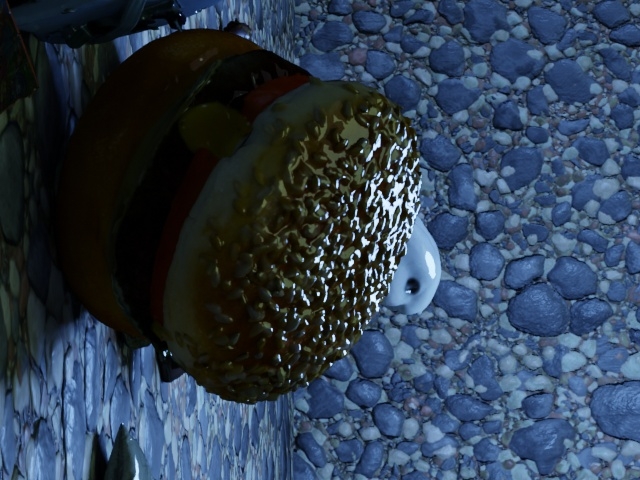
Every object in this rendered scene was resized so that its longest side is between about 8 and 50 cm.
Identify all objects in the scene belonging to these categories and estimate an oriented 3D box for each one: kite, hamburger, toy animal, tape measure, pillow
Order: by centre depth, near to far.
[{"bbox_3d":[-0.240,-0.107,1.035,0.190,0.010,0.159,-64,166,-64],"label":"kite"},{"bbox_3d":[-0.165,-0.217,1.134,0.182,0.181,0.107,3,74,-84],"label":"tape measure"},{"bbox_3d":[-0.064,-0.020,1.302,0.330,0.250,0.330,-34,135,-42],"label":"hamburger"},{"bbox_3d":[-0.192,0.302,1.457,0.229,0.050,0.148,87,8,-59],"label":"pillow"},{"bbox_3d":[0.000,0.000,2.068,0.194,0.357,0.257,39,52,-79],"label":"toy animal"}]

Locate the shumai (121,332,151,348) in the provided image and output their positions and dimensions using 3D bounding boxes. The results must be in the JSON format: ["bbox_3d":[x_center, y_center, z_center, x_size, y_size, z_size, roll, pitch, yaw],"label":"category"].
[{"bbox_3d":[-0.173,0.056,1.529,0.099,0.087,0.123,64,23,-76],"label":"shumai"}]

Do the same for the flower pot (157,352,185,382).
[{"bbox_3d":[-0.151,0.087,1.824,0.251,0.084,0.178,-14,103,-86],"label":"flower pot"}]

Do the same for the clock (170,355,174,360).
[{"bbox_3d":[-0.076,0.006,1.590,0.274,0.094,0.223,-45,-141,30],"label":"clock"}]

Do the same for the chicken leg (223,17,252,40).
[{"bbox_3d":[-0.125,-0.205,2.369,0.177,0.083,0.322,17,73,-70],"label":"chicken leg"}]
